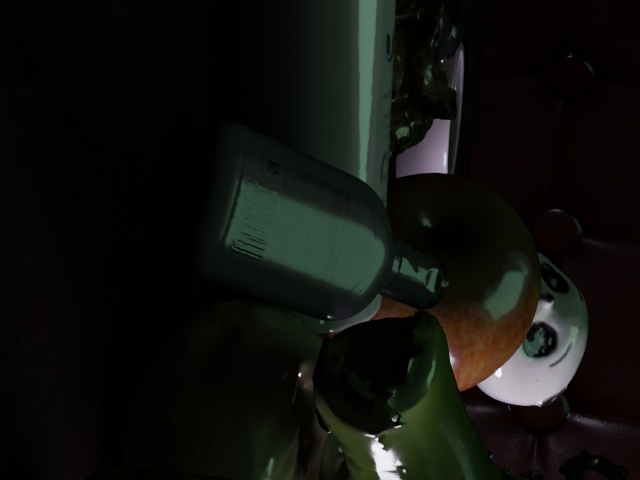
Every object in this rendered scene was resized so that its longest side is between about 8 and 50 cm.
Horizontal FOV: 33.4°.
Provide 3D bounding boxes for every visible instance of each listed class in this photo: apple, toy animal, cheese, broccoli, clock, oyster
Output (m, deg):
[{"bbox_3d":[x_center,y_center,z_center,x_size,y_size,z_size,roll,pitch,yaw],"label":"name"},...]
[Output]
[{"bbox_3d":[0.092,0.041,0.920,0.174,0.188,0.188,91,11,-49],"label":"apple"},{"bbox_3d":[0.214,0.102,1.400,0.212,0.266,0.213,6,90,-74],"label":"toy animal"},{"bbox_3d":[-0.032,0.127,0.570,0.263,0.093,0.159,65,31,-68],"label":"cheese"},{"bbox_3d":[0.059,0.136,0.535,0.165,0.145,0.304,-61,148,-30],"label":"broccoli"},{"bbox_3d":[0.145,-0.163,1.399,0.197,0.068,0.197,6,90,-80],"label":"clock"},{"bbox_3d":[0.086,-0.203,1.029,0.361,0.096,0.221,-71,157,-58],"label":"oyster"}]

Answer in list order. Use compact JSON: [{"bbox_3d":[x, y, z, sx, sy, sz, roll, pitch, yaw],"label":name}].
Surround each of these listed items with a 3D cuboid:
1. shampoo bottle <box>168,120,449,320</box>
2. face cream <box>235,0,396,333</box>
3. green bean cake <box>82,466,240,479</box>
[{"bbox_3d":[0.000,0.000,0.557,0.165,0.040,0.080,22,73,-37],"label":"shampoo bottle"},{"bbox_3d":[-0.004,-0.104,0.598,0.092,0.092,0.312,-60,153,-65],"label":"face cream"},{"bbox_3d":[-0.066,0.223,0.352,0.233,0.124,0.236,-69,161,-58],"label":"green bean cake"}]
